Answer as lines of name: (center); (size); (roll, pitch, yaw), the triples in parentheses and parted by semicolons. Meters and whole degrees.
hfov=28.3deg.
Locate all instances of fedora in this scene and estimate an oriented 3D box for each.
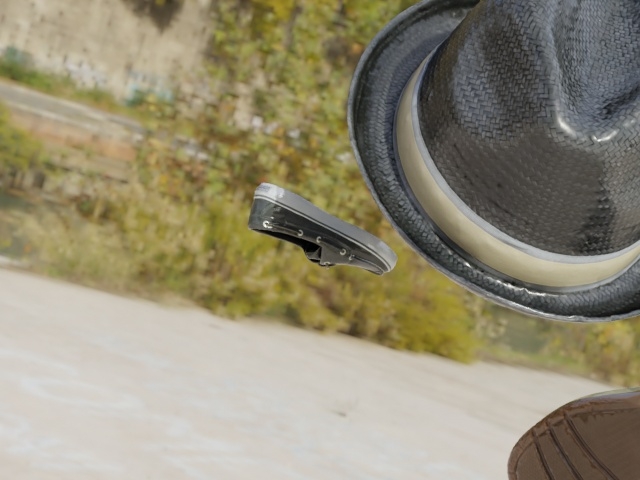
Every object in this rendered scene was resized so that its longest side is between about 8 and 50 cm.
fedora: (0.181, -0.108, 0.933); (0.334, 0.334, 0.152); (10, -39, -12)

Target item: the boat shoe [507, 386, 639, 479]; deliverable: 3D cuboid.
boat shoe: (0.260, 0.146, 0.932); (0.257, 0.095, 0.095); (-28, -21, 38)

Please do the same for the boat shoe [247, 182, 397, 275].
boat shoe: (0.000, 0.000, 1.048); (0.142, 0.040, 0.049); (28, -14, -25)
